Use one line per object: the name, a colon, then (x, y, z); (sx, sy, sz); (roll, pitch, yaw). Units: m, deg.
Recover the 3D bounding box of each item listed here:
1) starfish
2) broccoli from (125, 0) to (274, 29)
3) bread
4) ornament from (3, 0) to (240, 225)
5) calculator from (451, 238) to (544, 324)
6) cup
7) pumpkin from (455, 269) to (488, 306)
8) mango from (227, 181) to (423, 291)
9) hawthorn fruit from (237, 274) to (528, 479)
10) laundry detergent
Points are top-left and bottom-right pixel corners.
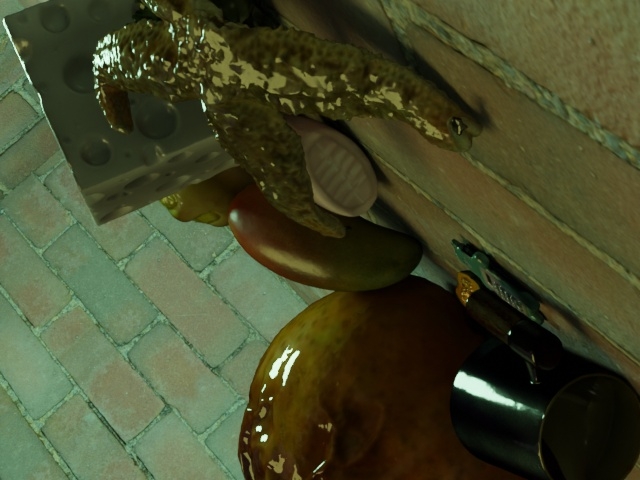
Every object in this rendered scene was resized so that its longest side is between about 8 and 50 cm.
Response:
starfish: (-0.065, -0.126, 1.039); (0.432, 0.082, 0.324); (29, 147, 10)
broccoli: (-0.116, -0.260, 1.082); (0.165, 0.145, 0.304); (43, 160, 1)
bread: (-0.211, -0.151, 1.649); (0.333, 0.160, 0.333); (45, -159, -22)
ornament: (-0.240, -0.190, 1.363); (0.239, 0.240, 0.240); (64, 169, 5)
calculator: (0.208, 0.047, 1.233); (0.141, 0.019, 0.094); (42, 174, 30)
cup: (0.236, 0.185, 1.198); (0.239, 0.166, 0.177); (36, 173, -20)
pumpkin: (0.199, 0.063, 1.326); (0.050, 0.028, 0.083); (45, 164, 29)
mango: (-0.004, 0.000, 1.485); (0.289, 0.129, 0.146); (22, -160, 33)
hawthorn fruit: (0.094, 0.285, 1.553); (0.472, 0.472, 0.472); (46, 172, 8)
laundry detergent: (-0.040, -0.126, 1.442); (0.159, 0.088, 0.335); (50, 172, -28)
